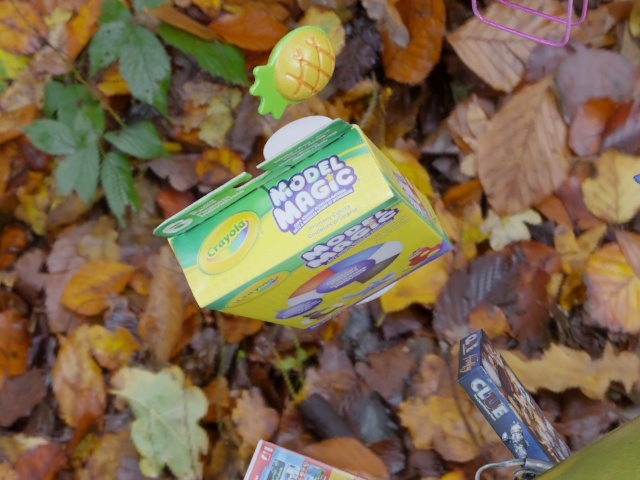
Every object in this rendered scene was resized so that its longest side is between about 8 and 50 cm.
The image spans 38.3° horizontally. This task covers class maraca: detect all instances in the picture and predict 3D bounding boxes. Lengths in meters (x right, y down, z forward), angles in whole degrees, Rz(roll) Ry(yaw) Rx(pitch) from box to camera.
[{"bbox_3d":[-0.047,-0.290,1.584,0.185,0.127,0.099,-43,40,-21],"label":"maraca"}]

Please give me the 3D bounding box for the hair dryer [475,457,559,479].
[{"bbox_3d":[0.344,0.307,1.048,0.293,0.223,0.080,-13,57,25],"label":"hair dryer"}]

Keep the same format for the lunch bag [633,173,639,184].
[{"bbox_3d":[0.585,-0.064,1.087,0.328,0.385,0.239,-45,52,11],"label":"lunch bag"}]

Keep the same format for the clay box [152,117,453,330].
[{"bbox_3d":[0.000,0.000,0.576,0.127,0.222,0.053,-31,74,11],"label":"clay box"}]

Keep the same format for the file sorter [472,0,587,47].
[{"bbox_3d":[0.414,-0.511,1.620,0.202,0.182,0.291,26,66,24],"label":"file sorter"}]

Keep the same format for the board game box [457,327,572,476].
[{"bbox_3d":[0.286,0.257,1.336,0.042,0.165,0.243,-35,96,15],"label":"board game box"}]

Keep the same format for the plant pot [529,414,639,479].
[{"bbox_3d":[0.235,0.148,0.366,0.293,0.275,0.275,-28,60,-32],"label":"plant pot"}]

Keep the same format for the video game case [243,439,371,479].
[{"bbox_3d":[-0.003,0.426,1.320,0.285,0.025,0.204,14,74,28],"label":"video game case"}]

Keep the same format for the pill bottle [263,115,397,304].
[{"bbox_3d":[0.011,-0.025,0.806,0.087,0.160,0.087,-17,36,13],"label":"pill bottle"}]
